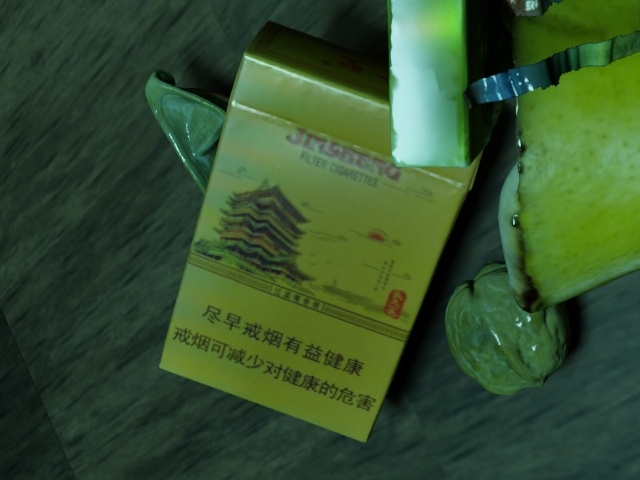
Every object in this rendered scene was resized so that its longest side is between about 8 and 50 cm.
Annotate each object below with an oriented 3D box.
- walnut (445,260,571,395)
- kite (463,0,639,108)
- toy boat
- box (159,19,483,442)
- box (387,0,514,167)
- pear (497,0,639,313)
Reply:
[{"bbox_3d":[0.128,0.060,0.859,0.092,0.092,0.092,14,111,42],"label":"walnut"},{"bbox_3d":[0.190,-0.166,0.591,0.015,0.310,0.169,-160,55,-66],"label":"kite"},{"bbox_3d":[-0.075,-0.066,1.029,0.185,0.071,0.089,58,134,17],"label":"toy boat"},{"bbox_3d":[0.000,0.000,0.916,0.174,0.076,0.274,19,120,2],"label":"box"},{"bbox_3d":[0.080,-0.152,0.700,0.043,0.311,0.172,1,104,13],"label":"box"},{"bbox_3d":[0.189,-0.089,0.699,0.178,0.267,0.266,2,104,18],"label":"pear"}]
